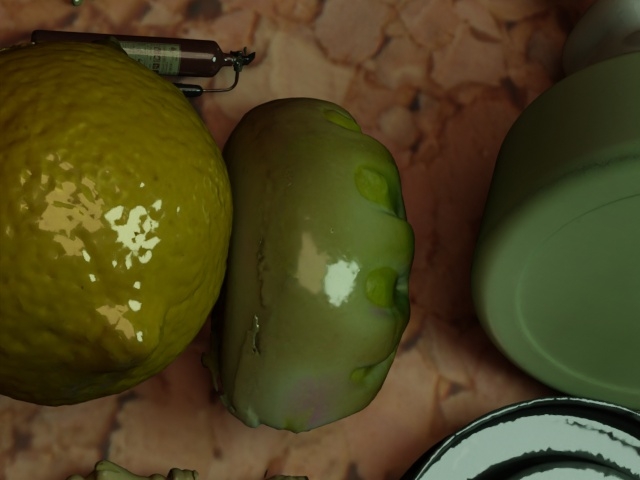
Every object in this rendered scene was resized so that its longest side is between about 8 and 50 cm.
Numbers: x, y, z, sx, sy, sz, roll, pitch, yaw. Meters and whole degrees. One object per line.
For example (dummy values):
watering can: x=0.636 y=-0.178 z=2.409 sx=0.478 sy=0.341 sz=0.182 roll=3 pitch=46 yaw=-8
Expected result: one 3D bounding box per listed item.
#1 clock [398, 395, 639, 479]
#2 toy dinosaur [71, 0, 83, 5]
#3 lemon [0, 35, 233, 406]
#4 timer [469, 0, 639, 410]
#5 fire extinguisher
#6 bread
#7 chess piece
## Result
clock: x=0.179 y=0.275 z=1.077 sx=0.319 sy=0.066 sz=0.318 roll=4 pitch=75 yaw=-17
toy dinosaur: x=-0.175 y=-0.219 z=1.118 sx=0.120 sy=0.029 sz=0.060 roll=-28 pitch=74 yaw=-22
lemon: x=-0.169 y=-0.010 z=0.945 sx=0.229 sy=0.228 sz=0.253 roll=7 pitch=35 yaw=-15
timer: x=0.263 y=-0.075 z=1.115 sx=0.291 sy=0.290 sz=0.315 roll=18 pitch=48 yaw=-12
fire extinguisher: x=-0.131 y=-0.131 z=1.104 sx=0.173 sy=0.035 sz=0.048 roll=1 pitch=72 yaw=-14
bread: x=0.002 y=0.009 z=1.042 sx=0.158 sy=0.156 sz=0.260 roll=6 pitch=75 yaw=-14
chess piece: x=-0.094 y=0.185 z=1.023 sx=0.172 sy=0.060 sz=0.060 roll=8 pitch=74 yaw=-13
